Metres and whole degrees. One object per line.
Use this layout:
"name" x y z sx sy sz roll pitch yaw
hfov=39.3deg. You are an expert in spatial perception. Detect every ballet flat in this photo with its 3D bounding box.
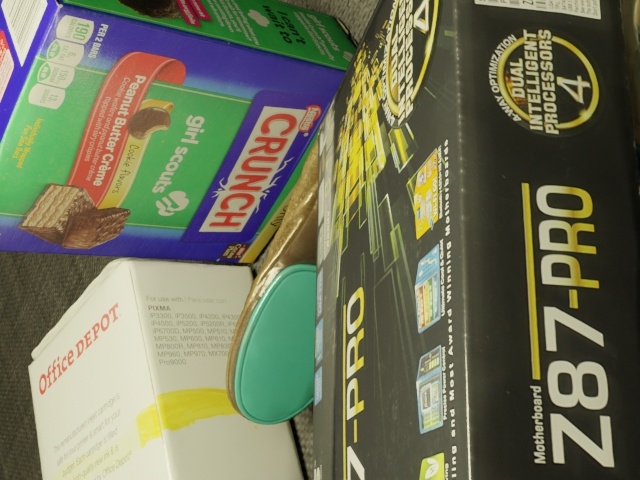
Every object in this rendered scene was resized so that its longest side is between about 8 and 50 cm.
"ballet flat" 0.000 0.000 0.814 0.124 0.116 0.342 -120 47 -65

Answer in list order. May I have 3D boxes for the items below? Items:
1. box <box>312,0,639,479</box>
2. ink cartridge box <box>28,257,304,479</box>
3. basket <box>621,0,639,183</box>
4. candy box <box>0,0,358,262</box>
"box" 0.068 0.042 0.511 0.318 0.097 0.394 118 155 -69
"ink cartridge box" -0.161 0.246 0.932 0.279 0.161 0.384 -40 57 42
"basket" 0.242 -0.136 0.464 0.289 0.201 0.254 -126 44 -74
"candy box" -0.149 -0.107 0.833 0.268 0.317 0.122 -54 49 34
